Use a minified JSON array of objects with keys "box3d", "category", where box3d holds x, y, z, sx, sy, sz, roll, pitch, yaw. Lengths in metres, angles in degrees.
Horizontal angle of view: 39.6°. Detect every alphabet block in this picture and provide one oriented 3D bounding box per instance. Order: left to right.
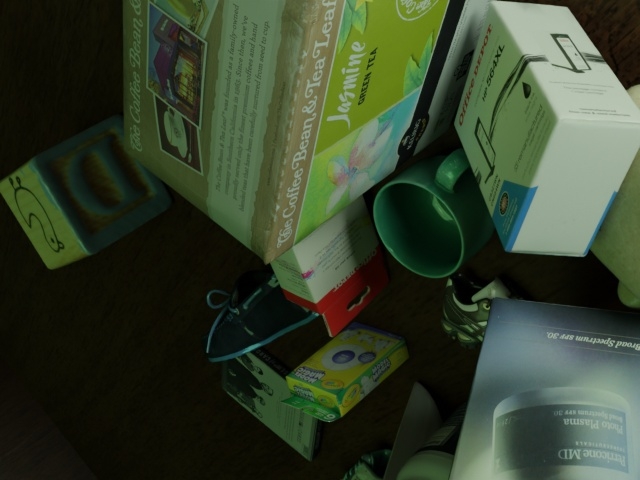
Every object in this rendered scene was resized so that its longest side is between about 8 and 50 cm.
[{"box3d":[-0.413,-0.082,1.558,0.197,0.193,0.192,-17,104,54],"category":"alphabet block"}]

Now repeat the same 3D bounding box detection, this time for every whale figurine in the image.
[{"box3d":[0.316,-0.041,0.834,0.272,0.141,0.216,-151,51,-65],"category":"whale figurine"}]

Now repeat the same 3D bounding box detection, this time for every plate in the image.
[{"box3d":[0.159,0.389,1.261,0.045,0.278,0.277,-7,116,23],"category":"plate"}]

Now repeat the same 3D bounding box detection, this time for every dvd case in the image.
[{"box3d":[-0.091,0.282,1.640,0.239,0.030,0.179,34,140,25],"category":"dvd case"}]

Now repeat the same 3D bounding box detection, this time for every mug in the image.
[{"box3d":[0.149,-0.037,1.031,0.158,0.097,0.129,-18,105,53],"category":"mug"}]

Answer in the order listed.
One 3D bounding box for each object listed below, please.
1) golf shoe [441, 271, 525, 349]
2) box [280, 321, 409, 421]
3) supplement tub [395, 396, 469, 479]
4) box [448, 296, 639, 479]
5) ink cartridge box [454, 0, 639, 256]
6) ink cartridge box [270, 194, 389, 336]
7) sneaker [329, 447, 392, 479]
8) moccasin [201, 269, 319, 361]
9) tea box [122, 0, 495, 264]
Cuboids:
[{"box3d":[0.227,0.098,1.076,0.198,0.077,0.093,17,131,39],"category":"golf shoe"},{"box3d":[0.032,0.189,1.288,0.105,0.179,0.043,13,129,43],"category":"box"},{"box3d":[0.213,0.299,1.091,0.191,0.272,0.191,29,139,30],"category":"supplement tub"},{"box3d":[0.291,0.231,0.840,0.296,0.294,0.183,4,155,31],"category":"box"},{"box3d":[0.200,-0.107,0.819,0.203,0.086,0.148,-102,18,-48],"category":"ink cartridge box"},{"box3d":[0.000,0.000,1.184,0.078,0.134,0.231,21,142,43],"category":"ink cartridge box"},{"box3d":[0.094,0.405,1.493,0.283,0.110,0.122,-15,90,50],"category":"sneaker"},{"box3d":[-0.084,0.094,1.410,0.342,0.138,0.116,-31,90,41],"category":"moccasin"},{"box3d":[-0.003,-0.215,0.859,0.220,0.323,0.329,38,143,21],"category":"tea box"}]
